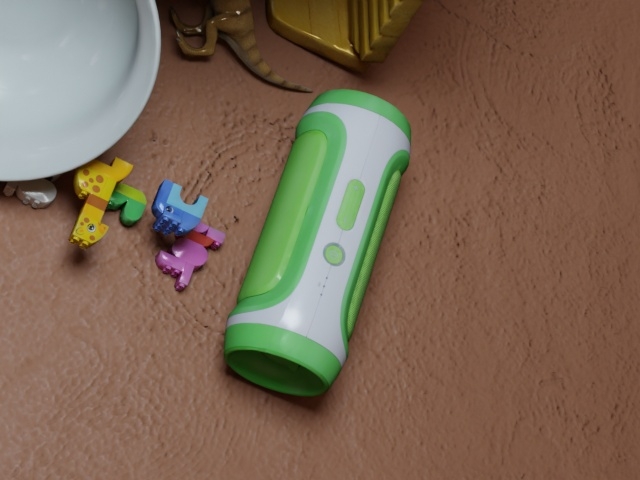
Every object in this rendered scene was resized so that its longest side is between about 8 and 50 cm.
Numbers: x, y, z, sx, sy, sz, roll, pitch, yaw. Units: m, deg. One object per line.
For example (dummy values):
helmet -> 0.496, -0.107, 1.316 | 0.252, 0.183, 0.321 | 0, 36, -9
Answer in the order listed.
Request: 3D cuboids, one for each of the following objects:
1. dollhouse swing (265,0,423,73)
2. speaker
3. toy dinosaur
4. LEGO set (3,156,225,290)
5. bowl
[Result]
dollhouse swing -> -0.060, -0.372, 1.391 | 0.304, 0.347, 0.315 | 3, 72, -14
speaker -> 0.000, 0.000, 1.411 | 0.131, 0.131, 0.297 | 26, 65, -15
toy dinosaur -> -0.093, -0.224, 1.469 | 0.112, 0.064, 0.212 | -20, 112, 2
LEGO set -> -0.199, -0.020, 1.351 | 0.227, 0.087, 0.093 | 25, 64, -14
bowl -> -0.289, -0.212, 1.282 | 0.297, 0.298, 0.134 | 25, 27, -15
